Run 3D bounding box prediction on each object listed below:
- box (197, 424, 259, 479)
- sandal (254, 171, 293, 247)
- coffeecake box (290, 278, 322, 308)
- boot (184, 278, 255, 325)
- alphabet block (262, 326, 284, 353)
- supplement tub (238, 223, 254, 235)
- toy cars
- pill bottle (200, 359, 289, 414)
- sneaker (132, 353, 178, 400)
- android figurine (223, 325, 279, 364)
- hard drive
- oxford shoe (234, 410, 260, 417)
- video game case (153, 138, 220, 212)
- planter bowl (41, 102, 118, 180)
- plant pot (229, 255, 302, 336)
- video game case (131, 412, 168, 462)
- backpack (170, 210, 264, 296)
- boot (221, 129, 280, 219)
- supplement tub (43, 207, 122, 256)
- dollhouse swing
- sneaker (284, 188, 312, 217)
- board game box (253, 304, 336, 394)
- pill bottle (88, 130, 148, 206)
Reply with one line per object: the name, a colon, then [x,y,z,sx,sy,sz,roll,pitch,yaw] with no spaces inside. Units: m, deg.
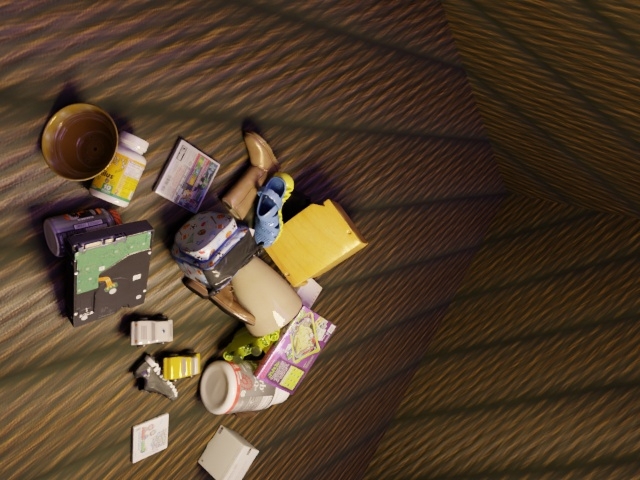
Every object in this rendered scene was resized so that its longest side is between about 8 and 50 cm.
box: [-0.403,0.942,2.060,0.181,0.182,0.119,-57,139,-15]
sandal: [-0.209,-0.112,1.844,0.138,0.126,0.317,-36,144,-59]
coffeecake box: [-0.093,0.261,2.219,0.185,0.068,0.142,-58,139,-14]
boot: [-0.354,0.209,1.784,0.305,0.112,0.115,38,65,-9]
alphabet block: [-0.143,0.454,2.118,0.193,0.192,0.197,-46,138,-4]
supplement tub: [-0.309,-0.003,1.868,0.071,0.071,0.107,18,91,-50]
toy cars: [-0.534,0.394,1.713,0.176,0.087,0.393,-72,147,-45]
pill bottle: [-0.308,0.616,2.010,0.363,0.210,0.210,17,92,-50]
sneaker: [-0.614,0.528,1.741,0.106,0.078,0.234,-40,128,-27]
android figurine: [-0.282,0.405,1.942,0.248,0.273,0.056,-26,104,6]
hard drive: [-0.645,0.101,1.443,0.237,0.064,0.339,-20,145,-42]
oxford shoe: [-0.363,0.748,2.107,0.096,0.083,0.227,-47,129,3]
video game case: [-0.462,-0.220,1.646,0.183,0.023,0.201,32,79,-49]
planter bowl: [-0.652,-0.266,1.325,0.090,0.217,0.217,52,60,-85]
plant pot: [-0.249,0.199,1.905,0.256,0.256,0.274,-41,113,-30]
video game case: [-0.658,0.762,1.826,0.143,0.019,0.157,-9,111,-47]
backpack: [-0.389,0.027,1.644,0.276,0.263,0.213,-46,128,-36]
boot: [-0.281,-0.246,1.789,0.269,0.089,0.236,-54,137,-16]
supplement tub: [-0.694,-0.030,1.390,0.190,0.117,0.117,-20,120,-43]
dollhouse swing: [0.000,0.000,2.065,0.315,0.347,0.305,53,17,-6]
sneaker: [-0.060,-0.092,2.067,0.109,0.130,0.286,-51,138,-24]
board game box: [-0.102,0.454,1.968,0.208,0.056,0.347,38,84,-36]
pill bottle: [-0.599,-0.216,1.420,0.117,0.117,0.208,26,86,-50]
